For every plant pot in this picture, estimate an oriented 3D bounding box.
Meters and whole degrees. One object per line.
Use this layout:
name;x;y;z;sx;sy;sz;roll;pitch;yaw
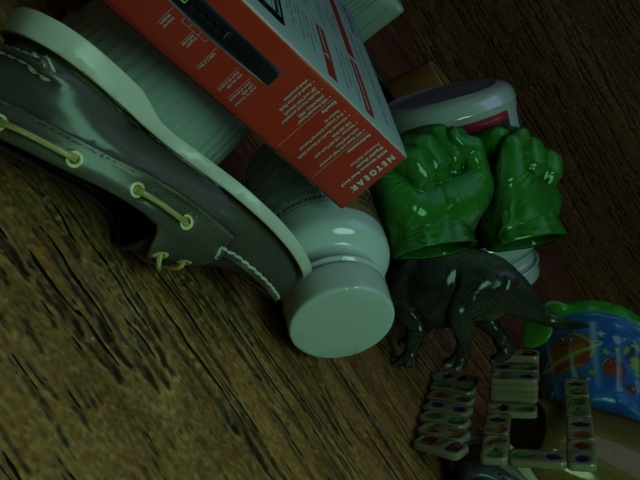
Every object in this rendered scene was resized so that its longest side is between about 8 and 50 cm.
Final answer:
plant pot;0.163;-0.222;1.513;0.205;0.188;0.205;46;21;-23
plant pot;0.336;0.310;1.039;0.254;0.237;0.237;31;26;-16

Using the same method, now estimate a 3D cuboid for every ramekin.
ramekin;-0.147;-0.164;0.804;0.207;0.109;0.207;45;21;-23

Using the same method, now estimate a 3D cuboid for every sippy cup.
sippy cup;0.473;0.260;1.426;0.305;0.240;0.224;16;35;4

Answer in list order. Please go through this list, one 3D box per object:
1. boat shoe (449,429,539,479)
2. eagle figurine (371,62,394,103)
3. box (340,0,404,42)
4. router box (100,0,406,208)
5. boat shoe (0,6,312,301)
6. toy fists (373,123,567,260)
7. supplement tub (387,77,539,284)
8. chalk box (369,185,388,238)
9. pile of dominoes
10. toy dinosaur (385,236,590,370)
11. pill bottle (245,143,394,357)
boat shoe;0.246;0.341;0.916;0.285;0.103;0.092;50;24;-2
eagle figurine;-0.033;-0.296;1.132;0.298;0.226;0.225;-5;17;-33
box;-0.049;-0.480;1.405;0.345;0.215;0.168;46;21;-25
router box;-0.068;-0.230;0.797;0.301;0.082;0.335;40;23;-31
boat shoe;-0.132;-0.035;0.646;0.116;0.097;0.324;15;-22;48
toy fists;0.174;-0.063;0.924;0.279;0.096;0.142;-5;76;-36
supplement tub;0.191;-0.068;1.119;0.191;0.191;0.272;-61;139;-69
chalk box;0.164;-0.048;1.309;0.213;0.132;0.132;46;20;-23
pile of dominoes;0.214;0.187;0.958;0.251;0.196;0.040;-40;128;-71
toy dinosaur;0.160;0.069;0.997;0.121;0.313;0.160;-24;117;-60
pill bottle;0.000;0.000;0.844;0.131;0.131;0.229;39;25;-39
